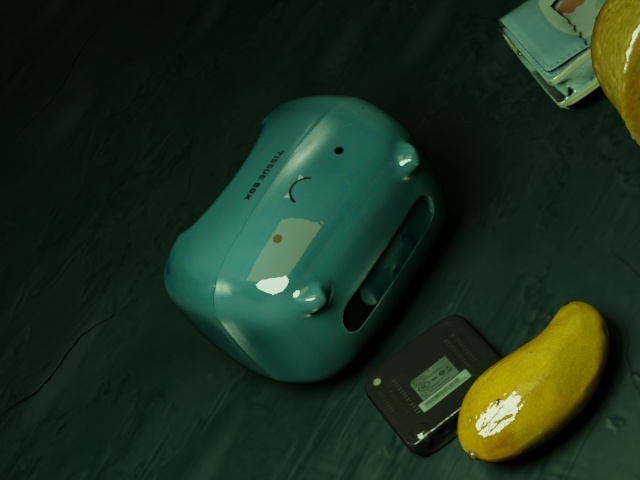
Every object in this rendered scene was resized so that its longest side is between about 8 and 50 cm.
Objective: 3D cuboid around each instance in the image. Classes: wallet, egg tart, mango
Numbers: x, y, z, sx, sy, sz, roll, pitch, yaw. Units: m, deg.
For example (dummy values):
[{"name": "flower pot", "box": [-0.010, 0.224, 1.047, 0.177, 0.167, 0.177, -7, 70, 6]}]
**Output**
[{"name": "wallet", "box": [0.329, -0.257, 1.914, 0.250, 0.075, 0.176, -34, 34, 4]}, {"name": "egg tart", "box": [0.365, -0.181, 1.723, 0.215, 0.215, 0.171, -37, 29, 1]}, {"name": "mango", "box": [0.201, 0.134, 1.635, 0.190, 0.075, 0.098, -43, 45, -16]}]

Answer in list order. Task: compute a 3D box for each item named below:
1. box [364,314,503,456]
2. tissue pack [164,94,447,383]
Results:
[{"name": "box", "box": [0.113, 0.137, 1.731, 0.126, 0.027, 0.125, -39, 39, -2]}, {"name": "tissue pack", "box": [0.000, 0.000, 1.810, 0.206, 0.198, 0.287, 16, 61, 43]}]
